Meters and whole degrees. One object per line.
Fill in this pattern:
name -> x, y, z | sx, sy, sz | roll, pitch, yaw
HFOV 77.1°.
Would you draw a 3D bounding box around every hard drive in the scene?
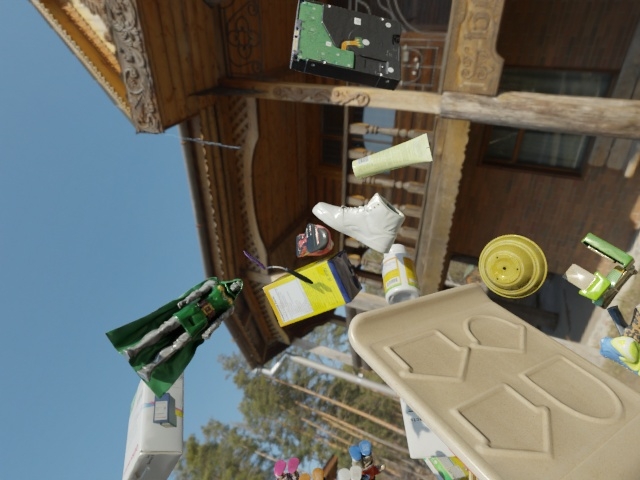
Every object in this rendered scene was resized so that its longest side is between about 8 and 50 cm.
hard drive -> 0.083, -0.607, 1.251 | 0.064, 0.339, 0.236 | 127, 149, -68

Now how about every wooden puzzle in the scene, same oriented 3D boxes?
wooden puzzle -> 0.253, 0.210, 0.575 | 0.322, 0.348, 0.080 | -8, -56, -32

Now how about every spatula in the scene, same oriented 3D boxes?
spatula -> -0.154, 0.109, 1.518 | 0.030, 0.297, 0.084 | -66, 21, 5

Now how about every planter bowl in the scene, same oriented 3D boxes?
planter bowl -> 0.625, 0.090, 1.339 | 0.090, 0.217, 0.217 | -4, -74, -51

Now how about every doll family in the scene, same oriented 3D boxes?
doll family -> 0.021, 0.551, 0.861 | 0.118, 0.263, 0.163 | -102, 1, -61

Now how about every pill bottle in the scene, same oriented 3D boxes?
pill bottle -> 0.322, 0.138, 1.640 | 0.136, 0.137, 0.245 | 80, -173, -47

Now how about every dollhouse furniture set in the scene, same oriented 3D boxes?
dollhouse furniture set -> 1.018, 0.122, 1.476 | 0.302, 0.151, 0.197 | 18, -70, -47

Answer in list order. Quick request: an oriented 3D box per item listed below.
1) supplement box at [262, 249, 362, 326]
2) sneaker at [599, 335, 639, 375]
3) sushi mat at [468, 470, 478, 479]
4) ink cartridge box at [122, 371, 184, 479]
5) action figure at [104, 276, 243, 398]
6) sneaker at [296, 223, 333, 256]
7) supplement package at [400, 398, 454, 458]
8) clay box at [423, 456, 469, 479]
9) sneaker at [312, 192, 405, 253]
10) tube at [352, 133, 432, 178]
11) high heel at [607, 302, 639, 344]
supplement box -> -0.032, 0.207, 1.753 | 0.194, 0.357, 0.195 | 66, -157, -2
sneaker -> 1.063, 0.399, 1.391 | 0.240, 0.126, 0.091 | 43, -106, -18
sushi mat -> 0.362, 0.600, 0.817 | 0.019, 0.152, 0.316 | 144, 135, -62
ink cartridge box -> -0.378, 0.422, 0.913 | 0.154, 0.093, 0.212 | -60, 29, 25
action figure -> -0.223, 0.137, 0.697 | 0.232, 0.064, 0.137 | -42, -74, -37
sneaker -> 0.000, -0.001, 1.619 | 0.314, 0.136, 0.115 | 158, 110, -70
supplement package -> 0.322, 0.432, 1.142 | 0.177, 0.176, 0.292 | 30, -130, -70
clay box -> 0.435, 0.684, 1.256 | 0.222, 0.127, 0.053 | 6, -63, -35
sneaker -> 0.132, -0.096, 1.328 | 0.169, 0.293, 0.108 | -65, -6, 23
tube -> 0.221, -0.252, 1.251 | 0.070, 0.240, 0.062 | 65, -156, -22
high heel -> 1.248, 0.320, 1.513 | 0.186, 0.093, 0.261 | 67, 157, 10
